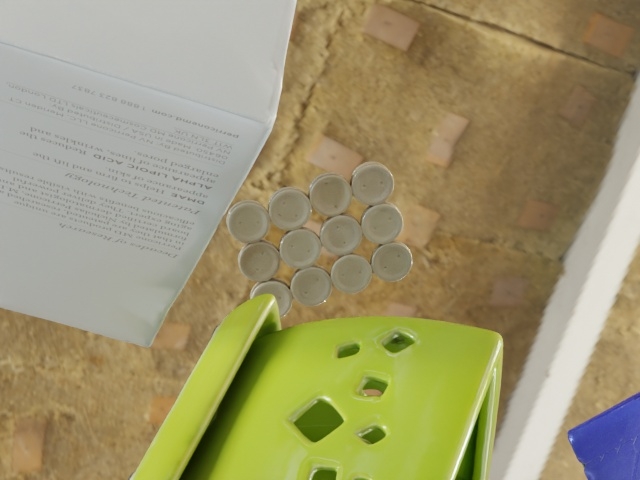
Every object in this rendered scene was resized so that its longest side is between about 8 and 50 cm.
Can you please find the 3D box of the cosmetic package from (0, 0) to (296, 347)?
[{"bbox_3d":[-0.125,-0.096,0.728,0.156,0.385,0.217,16,-113,-9],"label":"cosmetic package"}]

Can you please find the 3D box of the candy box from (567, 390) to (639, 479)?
[{"bbox_3d":[0.403,0.175,1.116,0.268,0.122,0.317,-31,-20,15],"label":"candy box"}]

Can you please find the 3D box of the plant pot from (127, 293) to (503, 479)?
[{"bbox_3d":[-0.003,0.186,0.827,0.207,0.228,0.227,15,-39,16],"label":"plant pot"}]

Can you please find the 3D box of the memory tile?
[{"bbox_3d":[0.000,0.000,0.990,0.148,0.012,0.113,-17,-69,-2],"label":"memory tile"}]
